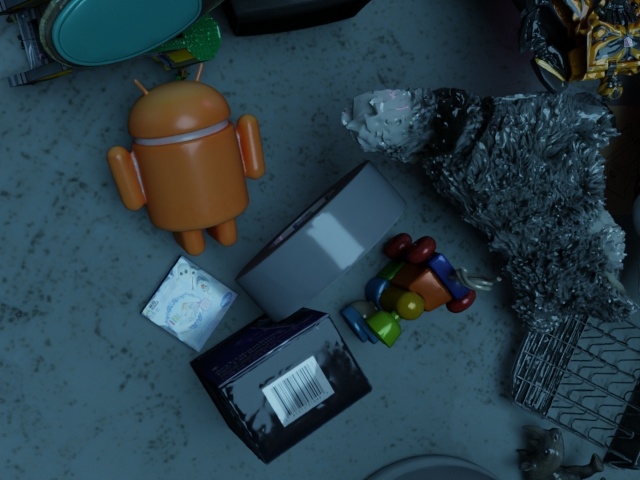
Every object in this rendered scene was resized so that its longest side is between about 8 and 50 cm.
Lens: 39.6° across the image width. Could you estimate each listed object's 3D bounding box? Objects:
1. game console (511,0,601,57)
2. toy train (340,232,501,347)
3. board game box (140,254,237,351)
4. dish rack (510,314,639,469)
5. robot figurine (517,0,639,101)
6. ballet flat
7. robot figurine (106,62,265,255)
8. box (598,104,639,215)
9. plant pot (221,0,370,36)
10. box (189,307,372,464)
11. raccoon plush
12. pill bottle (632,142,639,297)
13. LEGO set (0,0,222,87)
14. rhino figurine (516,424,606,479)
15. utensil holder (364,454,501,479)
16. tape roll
[{"bbox_3d":[0.345,-0.438,1.083,0.342,0.060,0.386,-37,99,16],"label":"game console"},{"bbox_3d":[0.116,0.077,1.108,0.143,0.248,0.105,-42,102,-8],"label":"toy train"},{"bbox_3d":[-0.167,0.080,1.133,0.090,0.020,0.090,37,79,-14],"label":"board game box"},{"bbox_3d":[0.398,0.198,1.291,0.271,0.074,0.208,28,81,-14],"label":"dish rack"},{"bbox_3d":[0.327,-0.308,1.029,0.211,0.085,0.291,-9,95,-9],"label":"robot figurine"},{"bbox_3d":[-0.146,-0.298,0.937,0.348,0.123,0.123,-33,100,-10],"label":"ballet flat"},{"bbox_3d":[-0.156,-0.096,1.067,0.158,0.128,0.219,-4,111,17],"label":"robot figurine"},{"bbox_3d":[0.452,-0.119,1.330,0.201,0.021,0.164,-4,92,-18],"label":"box"},{"bbox_3d":[-0.053,-0.348,1.093,0.167,0.188,0.187,-23,98,-4],"label":"plant pot"},{"bbox_3d":[-0.054,0.163,1.072,0.153,0.207,0.108,-33,100,-16],"label":"box"},{"bbox_3d":[0.210,-0.019,1.119,0.446,0.216,0.299,-4,84,-29],"label":"raccoon plush"},{"bbox_3d":[0.538,-0.097,1.181,0.224,0.224,0.392,24,64,-16],"label":"pill bottle"},{"bbox_3d":[-0.281,-0.321,1.040,0.255,0.192,0.331,-36,113,-44],"label":"LEGO set"},{"bbox_3d":[0.359,0.355,1.267,0.106,0.073,0.243,-35,102,23],"label":"rhino figurine"},{"bbox_3d":[0.203,0.460,1.064,0.327,0.385,0.328,0,90,-18],"label":"utensil holder"},{"bbox_3d":[0.000,0.000,1.079,0.219,0.219,0.072,-44,95,-13],"label":"tape roll"}]
